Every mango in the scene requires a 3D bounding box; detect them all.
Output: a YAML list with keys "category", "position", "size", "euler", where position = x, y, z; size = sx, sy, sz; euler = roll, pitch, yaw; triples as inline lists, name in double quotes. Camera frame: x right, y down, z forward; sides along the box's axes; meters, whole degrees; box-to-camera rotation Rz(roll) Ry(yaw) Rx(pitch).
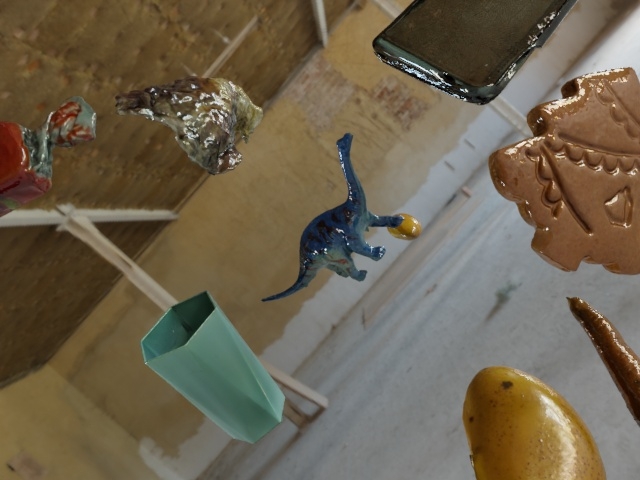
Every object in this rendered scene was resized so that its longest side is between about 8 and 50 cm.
- category: "mango"
  position: [0.154, -0.022, 1.104]
  size: [0.089, 0.060, 0.046]
  euler: [-112, 20, -68]
- category: "mango"
  position: [0.315, 0.322, 0.910]
  size: [0.191, 0.290, 0.160]
  euler: [-14, -30, 2]

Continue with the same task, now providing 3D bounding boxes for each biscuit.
- category: "biscuit"
  position: [0.363, -0.106, 0.803]
  size: [0.306, 0.284, 0.043]
  euler: [-65, 17, -12]

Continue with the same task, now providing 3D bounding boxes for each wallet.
- category: "wallet"
  position: [0.227, -0.310, 0.766]
  size: [0.318, 0.172, 0.045]
  euler: [-50, -24, -16]

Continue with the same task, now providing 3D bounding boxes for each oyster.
- category: "oyster"
  position: [-0.199, -0.211, 1.020]
  size: [0.100, 0.275, 0.271]
  euler: [-39, 41, 29]

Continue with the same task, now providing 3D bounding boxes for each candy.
- category: "candy"
  position: [-0.347, -0.052, 0.587]
  size: [0.292, 0.086, 0.059]
  euler: [-28, -16, -3]

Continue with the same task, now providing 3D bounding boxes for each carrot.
- category: "carrot"
  position: [0.457, 0.185, 0.926]
  size: [0.059, 0.248, 0.059]
  euler: [-19, -28, -11]

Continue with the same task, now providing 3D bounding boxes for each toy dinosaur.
- category: "toy dinosaur"
  position: [0.032, 0.003, 0.900]
  size: [0.076, 0.144, 0.329]
  euler: [-81, 15, -54]

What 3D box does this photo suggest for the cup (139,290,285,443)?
- category: "cup"
  position: [-0.164, 0.214, 0.976]
  size: [0.134, 0.236, 0.148]
  euler: [-35, 28, -5]
